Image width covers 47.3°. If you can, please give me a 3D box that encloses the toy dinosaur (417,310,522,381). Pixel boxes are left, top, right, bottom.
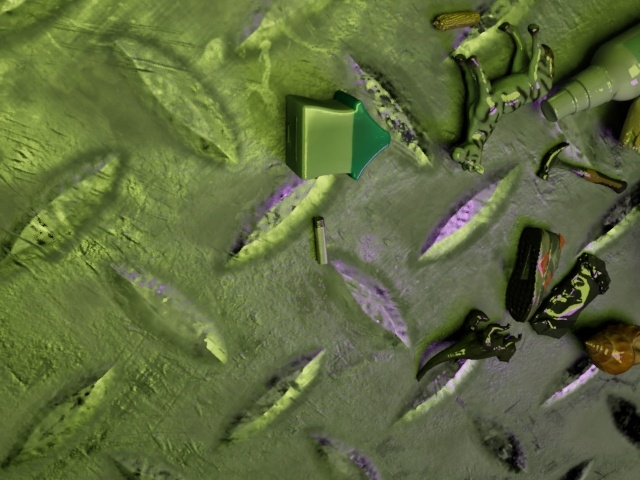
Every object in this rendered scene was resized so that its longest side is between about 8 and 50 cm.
[{"bbox_3d":[0.306,0.234,1.417,0.187,0.087,0.178,20,101,-24],"label":"toy dinosaur"}]

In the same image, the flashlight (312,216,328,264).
[{"bbox_3d":[0.000,0.000,1.254,0.018,0.018,0.083,-11,113,-14],"label":"flashlight"}]

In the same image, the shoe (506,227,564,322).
[{"bbox_3d":[0.419,0.069,1.404,0.077,0.074,0.194,0,108,-25],"label":"shoe"}]

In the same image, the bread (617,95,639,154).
[{"bbox_3d":[0.596,-0.207,1.325,0.125,0.082,0.106,-11,126,-61],"label":"bread"}]

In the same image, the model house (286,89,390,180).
[{"bbox_3d":[0.026,-0.166,1.153,0.149,0.100,0.127,-4,112,-16],"label":"model house"}]

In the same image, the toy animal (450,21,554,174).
[{"bbox_3d":[0.284,-0.251,1.225,0.255,0.090,0.170,-46,122,5],"label":"toy animal"}]

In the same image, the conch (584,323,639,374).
[{"bbox_3d":[0.642,0.229,1.544,0.330,0.093,0.109,13,88,-44],"label":"conch"}]

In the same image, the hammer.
[{"bbox_3d":[0.504,-0.130,1.382,0.201,0.021,0.078,14,105,-24],"label":"hammer"}]

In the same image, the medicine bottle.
[{"bbox_3d":[0.543,-0.308,1.275,0.352,0.110,0.110,-31,117,-6],"label":"medicine bottle"}]

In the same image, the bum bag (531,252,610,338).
[{"bbox_3d":[0.508,0.120,1.466,0.087,0.049,0.197,38,95,-23],"label":"bum bag"}]

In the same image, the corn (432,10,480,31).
[{"bbox_3d":[0.221,-0.357,1.189,0.083,0.027,0.028,-12,122,-17],"label":"corn"}]
